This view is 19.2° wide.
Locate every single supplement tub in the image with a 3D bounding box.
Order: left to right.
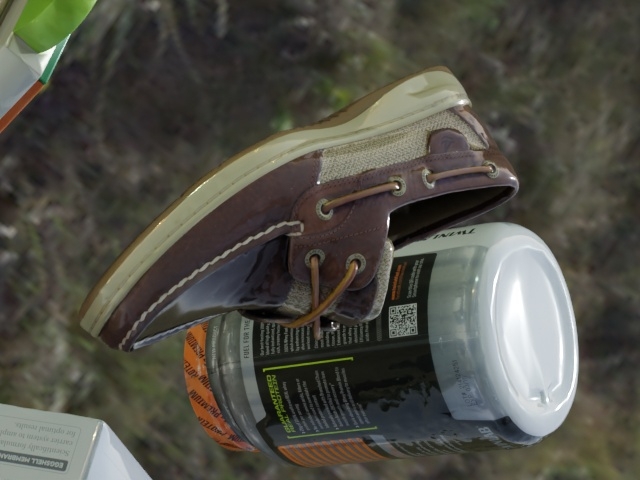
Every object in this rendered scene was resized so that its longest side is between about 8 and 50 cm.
[{"bbox_3d":[0.049,0.097,1.663,0.194,0.316,0.193,21,64,-54],"label":"supplement tub"}]

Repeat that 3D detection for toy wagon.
[{"bbox_3d":[-0.271,-0.153,1.488,0.068,0.344,0.267,41,52,-30],"label":"toy wagon"}]

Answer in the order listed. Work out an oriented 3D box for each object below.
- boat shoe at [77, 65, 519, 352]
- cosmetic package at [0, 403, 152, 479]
[{"bbox_3d":[0.000,0.000,1.241,0.342,0.123,0.123,-29,165,-39],"label":"boat shoe"},{"bbox_3d":[-0.196,0.251,1.242,0.224,0.138,0.224,65,37,-60],"label":"cosmetic package"}]
